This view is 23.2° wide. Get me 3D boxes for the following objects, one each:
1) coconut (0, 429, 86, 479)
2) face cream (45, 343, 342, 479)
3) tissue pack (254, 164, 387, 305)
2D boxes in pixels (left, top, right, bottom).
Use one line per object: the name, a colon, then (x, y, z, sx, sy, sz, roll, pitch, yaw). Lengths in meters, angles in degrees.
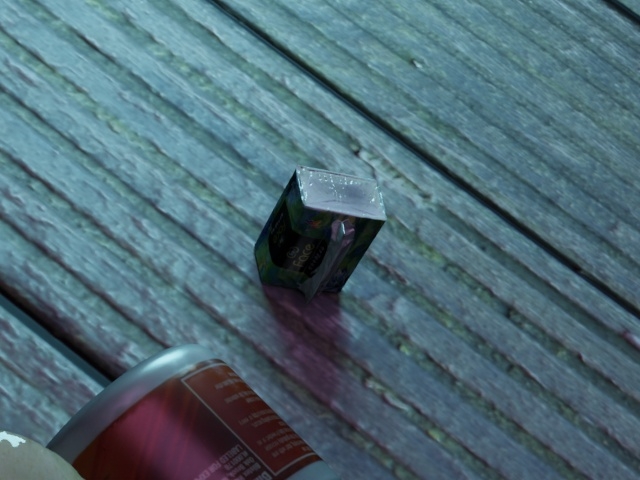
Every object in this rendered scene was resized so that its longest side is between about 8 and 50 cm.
coconut: (-0.230, 0.269, 0.886, 0.329, 0.328, 0.328, 16, 44, -16)
face cream: (-0.093, 0.202, 1.096, 0.187, 0.201, 0.201, 44, 43, 14)
tissue pack: (0.000, 0.000, 1.413, 0.085, 0.111, 0.079, 8, 47, -23)
